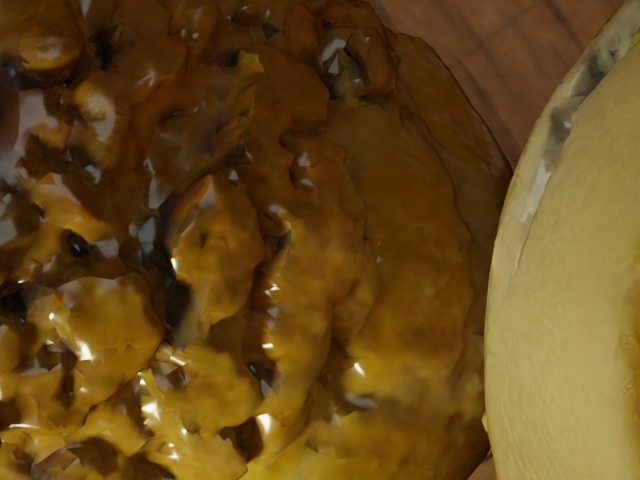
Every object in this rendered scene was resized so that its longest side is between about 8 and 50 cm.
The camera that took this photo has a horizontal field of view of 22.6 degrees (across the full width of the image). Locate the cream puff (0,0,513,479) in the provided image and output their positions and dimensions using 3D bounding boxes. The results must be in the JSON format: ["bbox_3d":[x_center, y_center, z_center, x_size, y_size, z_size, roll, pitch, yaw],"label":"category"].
[{"bbox_3d":[-0.108,0.011,0.587,0.342,0.231,0.327,14,82,29],"label":"cream puff"}]

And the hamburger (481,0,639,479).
[{"bbox_3d":[0.194,0.031,0.517,0.300,0.176,0.300,-2,97,-13],"label":"hamburger"}]
